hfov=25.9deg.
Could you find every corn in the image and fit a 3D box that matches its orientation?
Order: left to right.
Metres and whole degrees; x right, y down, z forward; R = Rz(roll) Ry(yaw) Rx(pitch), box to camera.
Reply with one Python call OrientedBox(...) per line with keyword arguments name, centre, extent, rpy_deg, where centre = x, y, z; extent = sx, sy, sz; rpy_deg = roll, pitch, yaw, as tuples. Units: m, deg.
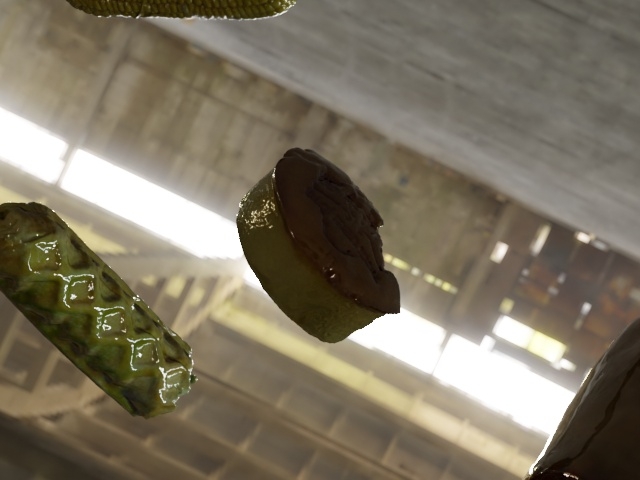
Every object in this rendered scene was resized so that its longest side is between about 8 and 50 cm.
OrientedBox(name="corn", centre=(-0.131, -0.239, 1.285), extent=(0.231, 0.080, 0.080), rpy_deg=(-1, 176, 13))

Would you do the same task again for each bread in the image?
OrientedBox(name="bread", centre=(-0.223, 0.063, 1.314), extent=(0.269, 0.087, 0.098), rpy_deg=(50, -174, -35))
OrientedBox(name="bread", centre=(-0.007, -0.002, 1.094), extent=(0.125, 0.086, 0.156), rpy_deg=(30, -146, -38))

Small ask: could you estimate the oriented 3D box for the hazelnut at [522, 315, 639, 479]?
OrientedBox(name="hazelnut", centre=(0.313, 0.215, 1.010), extent=(0.366, 0.365, 0.366), rpy_deg=(26, -177, -1))
